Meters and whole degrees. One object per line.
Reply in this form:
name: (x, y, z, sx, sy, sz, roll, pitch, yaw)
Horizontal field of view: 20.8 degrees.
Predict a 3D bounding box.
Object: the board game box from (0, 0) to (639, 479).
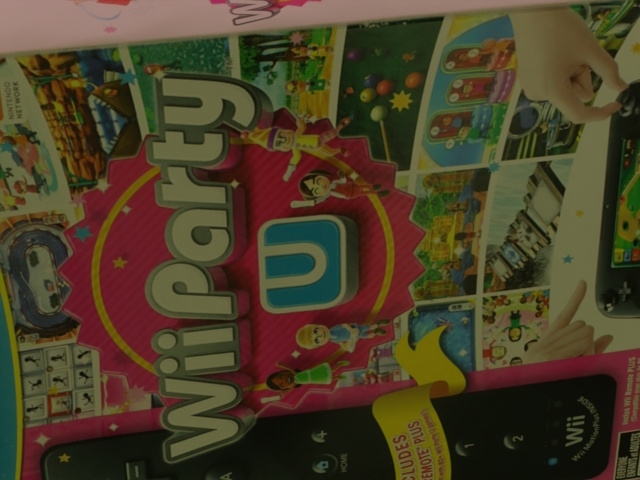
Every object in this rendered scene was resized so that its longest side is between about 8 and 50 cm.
board game box: (0.000, 0.000, 0.641, 0.303, 0.097, 0.224, -6, 124, -8)
